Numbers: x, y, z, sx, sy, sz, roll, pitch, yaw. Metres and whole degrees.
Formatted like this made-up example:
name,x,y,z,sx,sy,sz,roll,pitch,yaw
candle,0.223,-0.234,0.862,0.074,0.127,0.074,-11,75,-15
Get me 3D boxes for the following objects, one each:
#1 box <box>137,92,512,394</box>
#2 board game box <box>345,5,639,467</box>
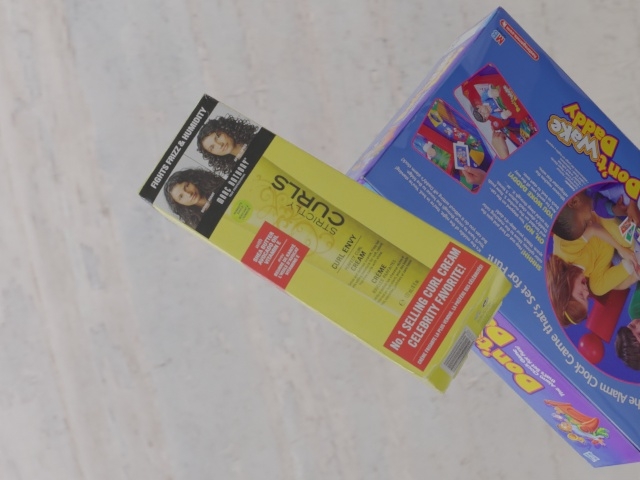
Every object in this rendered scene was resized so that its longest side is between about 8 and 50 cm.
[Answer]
name,x,y,z,sx,sy,sz,roll,pitch,yaw
box,0.000,0.000,0.818,0.232,0.058,0.087,33,87,22
board game box,0.202,-0.002,1.146,0.347,0.233,0.078,44,152,-9
